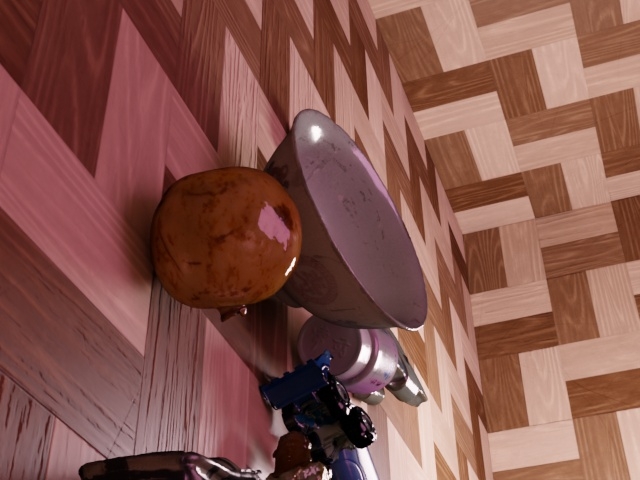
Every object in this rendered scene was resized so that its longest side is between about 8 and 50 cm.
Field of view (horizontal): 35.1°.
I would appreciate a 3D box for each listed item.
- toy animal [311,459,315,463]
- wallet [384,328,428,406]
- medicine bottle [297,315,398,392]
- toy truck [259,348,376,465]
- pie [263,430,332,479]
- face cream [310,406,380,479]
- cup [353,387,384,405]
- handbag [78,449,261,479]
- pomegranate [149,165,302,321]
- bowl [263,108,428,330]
[{"bbox_3d":[-0.009,0.470,1.701,0.099,0.057,0.241,-26,103,-74],"label":"toy animal"},{"bbox_3d":[0.147,0.255,2.345,0.252,0.083,0.360,64,7,31],"label":"wallet"},{"bbox_3d":[0.054,0.215,1.962,0.254,0.152,0.152,40,39,-68],"label":"medicine bottle"},{"bbox_3d":[-0.002,0.275,1.722,0.208,0.113,0.126,54,16,-26],"label":"toy truck"},{"bbox_3d":[-0.040,0.452,1.525,0.274,0.105,0.257,-56,140,-69],"label":"pie"},{"bbox_3d":[0.045,0.394,1.909,0.149,0.083,0.264,-76,150,-66],"label":"face cream"},{"bbox_3d":[0.108,0.324,2.240,0.083,0.054,0.075,36,66,-65],"label":"cup"},{"bbox_3d":[-0.142,0.401,1.109,0.327,0.163,0.325,52,31,-74],"label":"handbag"},{"bbox_3d":[-0.126,0.004,1.375,0.215,0.215,0.215,-13,90,-75],"label":"pomegranate"},{"bbox_3d":[0.000,0.000,1.795,0.435,0.196,0.435,51,23,-31],"label":"bowl"}]
